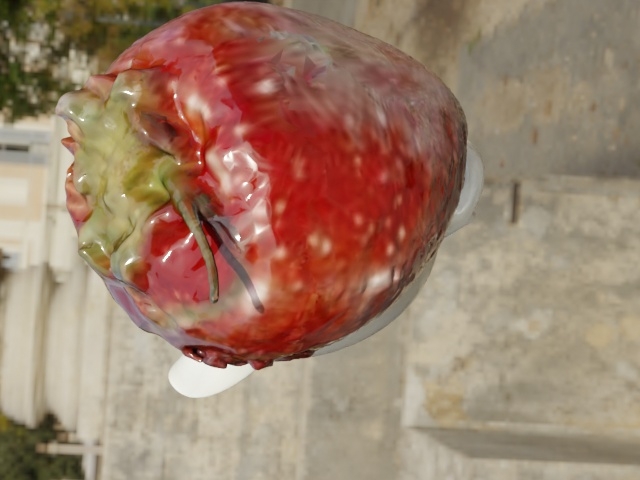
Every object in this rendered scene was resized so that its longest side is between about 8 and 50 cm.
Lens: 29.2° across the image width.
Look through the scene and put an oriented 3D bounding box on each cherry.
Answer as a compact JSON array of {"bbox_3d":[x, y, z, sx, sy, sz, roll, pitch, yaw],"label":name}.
[{"bbox_3d":[-0.015,-0.035,0.663,0.192,0.249,0.175,41,138,35],"label":"cherry"}]

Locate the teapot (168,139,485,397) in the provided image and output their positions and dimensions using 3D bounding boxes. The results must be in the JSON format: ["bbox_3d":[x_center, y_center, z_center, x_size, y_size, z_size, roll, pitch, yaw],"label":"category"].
[{"bbox_3d":[0.000,0.000,0.930,0.204,0.298,0.139,51,166,46],"label":"teapot"}]
